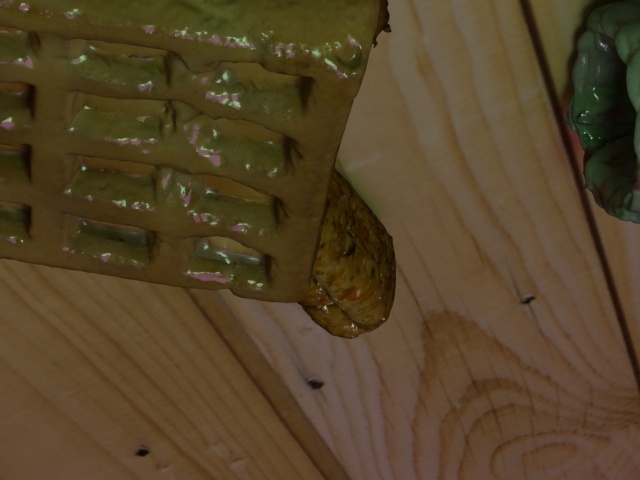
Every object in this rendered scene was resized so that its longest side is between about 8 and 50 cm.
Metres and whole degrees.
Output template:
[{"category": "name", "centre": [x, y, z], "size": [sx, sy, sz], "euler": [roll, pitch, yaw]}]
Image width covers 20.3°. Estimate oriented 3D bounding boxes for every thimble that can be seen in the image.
[{"category": "thimble", "centre": [0.299, -0.113, 1.499], "size": [0.149, 0.185, 0.211], "euler": [-11, 179, -9]}]

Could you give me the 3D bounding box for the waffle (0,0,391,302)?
[{"category": "waffle", "centre": [-0.122, -0.080, 1.311], "size": [0.304, 0.078, 0.348], "euler": [11, 145, -3]}]

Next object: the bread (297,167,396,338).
[{"category": "bread", "centre": [0.000, 0.000, 1.567], "size": [0.083, 0.114, 0.211], "euler": [-13, 151, 21]}]
